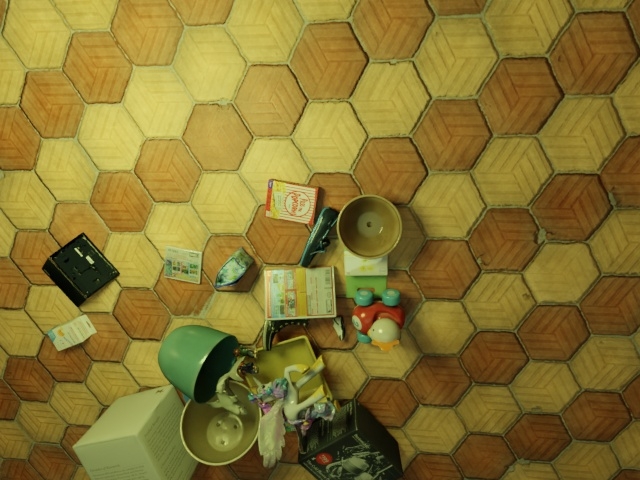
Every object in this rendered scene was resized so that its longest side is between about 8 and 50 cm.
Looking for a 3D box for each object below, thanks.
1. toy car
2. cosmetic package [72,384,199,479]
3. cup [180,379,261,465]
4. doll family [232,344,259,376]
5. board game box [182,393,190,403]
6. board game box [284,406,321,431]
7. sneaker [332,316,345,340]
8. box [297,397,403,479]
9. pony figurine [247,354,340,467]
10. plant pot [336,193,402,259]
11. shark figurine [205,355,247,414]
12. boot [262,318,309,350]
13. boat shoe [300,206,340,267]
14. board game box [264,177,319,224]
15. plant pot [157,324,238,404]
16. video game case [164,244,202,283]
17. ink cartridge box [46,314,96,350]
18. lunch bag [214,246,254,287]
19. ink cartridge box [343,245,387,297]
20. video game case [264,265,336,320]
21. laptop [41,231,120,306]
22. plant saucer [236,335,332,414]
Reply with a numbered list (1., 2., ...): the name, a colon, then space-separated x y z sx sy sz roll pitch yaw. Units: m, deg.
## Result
1. toy car: 0.224 0.338 1.562 0.210 0.238 0.219 -2 113 7
2. cosmetic package: -0.787 0.933 1.827 0.327 0.329 0.394 -17 103 12
3. cup: -0.422 0.809 1.777 0.330 0.331 0.237 14 144 2
4. doll family: -0.316 0.502 1.692 0.111 0.076 0.193 2 110 1
5. board game box: -0.552 0.704 1.886 0.168 0.033 0.133 -39 96 10
6. board game box: -0.074 0.791 1.853 0.201 0.035 0.136 -13 105 10
7. sneaker: 0.078 0.369 1.709 0.043 0.040 0.109 -3 104 25
8. box: 0.129 0.918 1.771 0.312 0.179 0.343 -37 108 15
9. pony figurine: -0.113 0.672 1.632 0.363 0.303 0.351 -27 65 16
10. plant pot: 0.182 -0.054 1.518 0.237 0.110 0.238 1 97 7
11. shark figurine: -0.376 0.585 1.657 0.166 0.116 0.278 6 121 2
12. boot: -0.139 0.345 1.672 0.178 0.085 0.237 9 83 1
13. boat shoe: 0.000 0.000 1.568 0.089 0.109 0.258 24 110 -4
14. board game box: -0.110 -0.149 1.565 0.193 0.045 0.147 9 108 4
15. plant pot: -0.522 0.486 1.694 0.235 0.293 0.293 20 109 18
16. video game case: -0.576 0.101 1.711 0.157 0.019 0.143 10 108 3
17. ink cartridge box: -1.129 0.419 1.851 0.181 0.061 0.104 -22 103 12
18. lunch bag: -0.353 0.119 1.633 0.151 0.129 0.096 -40 98 15
19. ink cartridge box: 0.180 0.128 1.612 0.171 0.056 0.235 -1 105 6
20. video game case: -0.082 0.210 1.631 0.285 0.025 0.204 -4 79 5
21. laptop: -1.050 0.134 1.781 0.264 0.136 0.234 -40 100 -10
22. plant saucer: -0.149 0.576 1.773 0.332 0.081 0.333 -18 104 12
